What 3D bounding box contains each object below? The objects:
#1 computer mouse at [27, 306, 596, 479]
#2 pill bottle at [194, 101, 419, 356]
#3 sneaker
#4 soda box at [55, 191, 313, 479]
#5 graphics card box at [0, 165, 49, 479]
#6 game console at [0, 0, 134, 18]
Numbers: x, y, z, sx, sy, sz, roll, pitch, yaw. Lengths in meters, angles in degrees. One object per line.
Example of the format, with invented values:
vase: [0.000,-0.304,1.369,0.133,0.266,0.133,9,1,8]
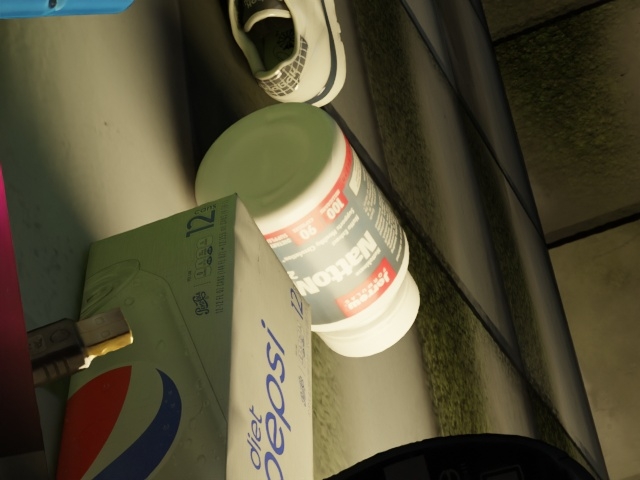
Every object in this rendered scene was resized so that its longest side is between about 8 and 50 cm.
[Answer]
computer mouse: [-0.034,0.105,0.500,0.060,0.262,0.184,83,-13,-71]
pill bottle: [0.000,0.000,0.953,0.180,0.108,0.108,54,23,-44]
sneaker: [-0.043,-0.225,1.133,0.095,0.090,0.235,10,60,-61]
soda box: [-0.062,0.113,0.643,0.286,0.091,0.098,-92,157,-47]
graphics card box: [-0.178,-0.058,0.361,0.233,0.094,0.370,23,57,-76]
game console: [-0.135,-0.217,0.435,0.250,0.173,0.293,44,13,-1]
